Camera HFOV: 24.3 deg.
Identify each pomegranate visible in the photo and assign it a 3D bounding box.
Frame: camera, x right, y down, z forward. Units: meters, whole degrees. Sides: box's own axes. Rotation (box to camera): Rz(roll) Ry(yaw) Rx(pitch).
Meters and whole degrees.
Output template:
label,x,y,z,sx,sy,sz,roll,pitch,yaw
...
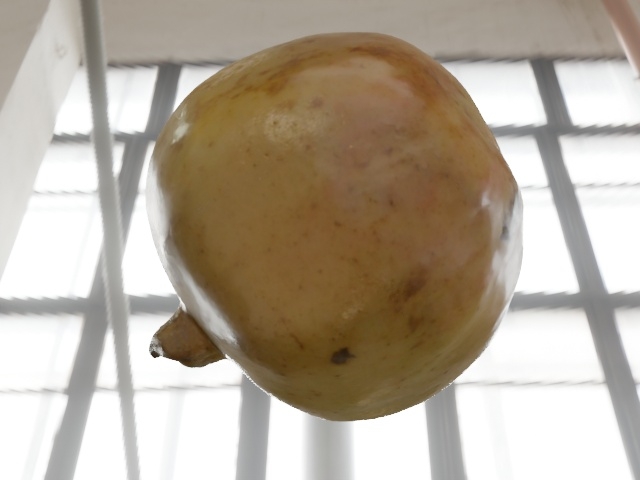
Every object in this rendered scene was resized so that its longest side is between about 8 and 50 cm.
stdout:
label,x,y,z,sx,sy,sz,roll,pitch,yaw
pomegranate,0.000,0.000,1.222,0.343,0.342,0.342,0,-59,1
